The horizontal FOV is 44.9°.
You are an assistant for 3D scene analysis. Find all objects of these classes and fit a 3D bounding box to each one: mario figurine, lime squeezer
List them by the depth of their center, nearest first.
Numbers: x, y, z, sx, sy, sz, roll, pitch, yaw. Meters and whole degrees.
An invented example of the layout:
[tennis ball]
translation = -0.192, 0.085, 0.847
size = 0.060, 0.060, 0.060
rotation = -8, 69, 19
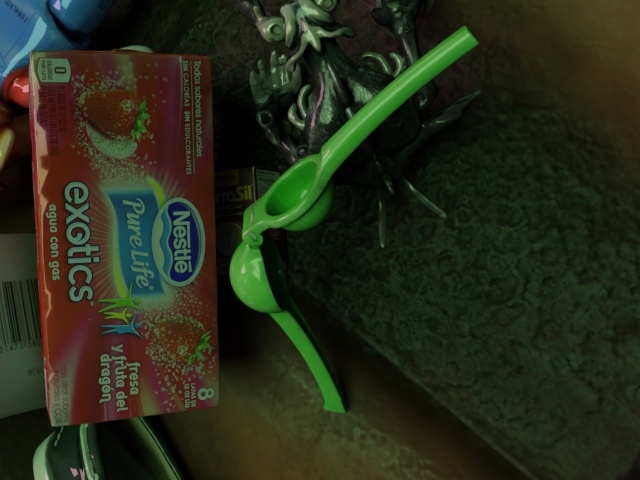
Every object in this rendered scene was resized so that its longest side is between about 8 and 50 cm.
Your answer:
[lime squeezer]
translation = 0.000, 0.000, 0.507
size = 0.110, 0.059, 0.310
rotation = 19, 123, 5
[mario figurine]
translation = -0.254, -0.156, 0.694
size = 0.320, 0.170, 0.198
rotation = -52, 35, 6

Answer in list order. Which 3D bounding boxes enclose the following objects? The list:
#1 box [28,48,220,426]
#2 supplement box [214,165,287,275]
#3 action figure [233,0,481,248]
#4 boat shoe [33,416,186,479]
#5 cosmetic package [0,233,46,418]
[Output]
[box]
translation = -0.149, -0.007, 0.583
size = 0.128, 0.123, 0.256
rotation = -165, 73, -69
[supplement box]
translation = -0.062, -0.014, 0.623
size = 0.055, 0.043, 0.083
rotation = -6, 87, 27
[action figure]
translation = 0.006, -0.137, 0.544
size = 0.164, 0.141, 0.275
rotation = -24, 107, 16
[boat shoe]
translation = -0.129, 0.260, 0.619
size = 0.091, 0.114, 0.302
rotation = -46, 73, 25
[cosmetic package]
translation = -0.401, 0.096, 0.702
size = 0.366, 0.197, 0.155
rotation = -13, 86, 27
